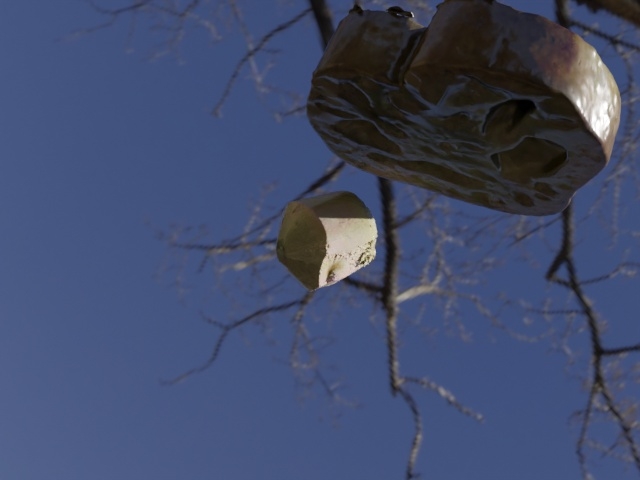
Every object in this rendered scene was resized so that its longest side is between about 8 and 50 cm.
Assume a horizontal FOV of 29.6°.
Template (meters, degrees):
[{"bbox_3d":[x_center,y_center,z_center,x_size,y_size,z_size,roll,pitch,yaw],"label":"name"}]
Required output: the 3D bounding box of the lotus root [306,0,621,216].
[{"bbox_3d":[0.173,-0.145,1.440,0.390,0.111,0.375,-5,-29,46],"label":"lotus root"}]

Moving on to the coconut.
[{"bbox_3d":[0.000,0.000,1.515,0.116,0.122,0.116,37,-44,45],"label":"coconut"}]
